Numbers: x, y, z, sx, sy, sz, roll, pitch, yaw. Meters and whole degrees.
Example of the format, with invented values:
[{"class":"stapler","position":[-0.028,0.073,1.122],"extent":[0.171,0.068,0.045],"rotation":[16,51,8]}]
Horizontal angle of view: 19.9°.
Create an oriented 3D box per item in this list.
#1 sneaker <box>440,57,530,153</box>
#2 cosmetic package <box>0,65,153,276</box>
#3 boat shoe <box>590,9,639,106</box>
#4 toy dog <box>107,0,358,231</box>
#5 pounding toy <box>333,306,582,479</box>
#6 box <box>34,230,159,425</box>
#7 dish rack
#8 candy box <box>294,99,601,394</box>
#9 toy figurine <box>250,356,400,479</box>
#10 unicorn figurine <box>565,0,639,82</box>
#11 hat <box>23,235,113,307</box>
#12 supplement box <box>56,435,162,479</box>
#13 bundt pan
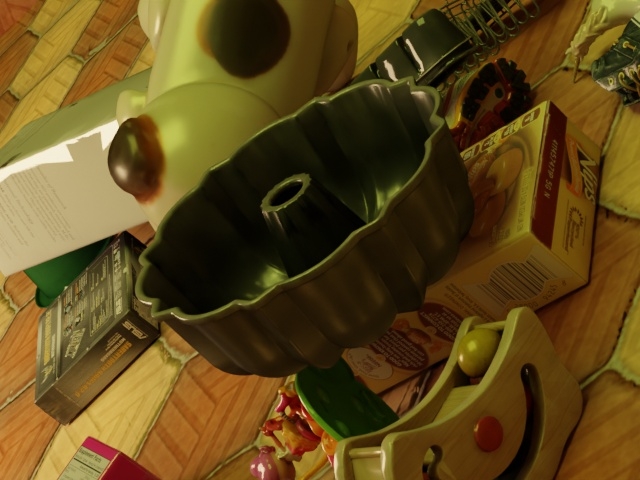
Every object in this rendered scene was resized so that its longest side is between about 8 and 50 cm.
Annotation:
[{"class":"sneaker","position":[0.131,-0.091,1.903],"extent":[0.225,0.088,0.093],"rotation":[-49,16,-20]},{"class":"cosmetic package","position":[-0.293,-0.107,2.472],"extent":[0.385,0.156,0.217],"rotation":[-22,19,37]},{"class":"boat shoe","position":[0.308,-0.154,1.692],"extent":[0.083,0.065,0.183],"rotation":[-47,17,12]},{"class":"toy dog","position":[-0.090,-0.160,2.107],"extent":[0.395,0.284,0.408],"rotation":[125,163,-52]},{"class":"pounding toy","position":[0.082,0.180,1.477],"extent":[0.155,0.154,0.269],"rotation":[-14,42,54]},{"class":"box","position":[-0.293,0.111,2.383],"extent":[0.183,0.056,0.231],"rotation":[-45,23,14]},{"class":"dish rack","position":[0.145,-0.210,1.977],"extent":[0.271,0.074,0.208],"rotation":[-32,-6,-44]},{"class":"candy box","position":[0.116,0.019,1.740],"extent":[0.316,0.087,0.183],"rotation":[-31,30,36]},{"class":"toy figurine","position":[-0.021,0.200,1.675],"extent":[0.159,0.130,0.173],"rotation":[-52,45,20]},{"class":"unicorn figurine","position":[0.306,-0.236,1.814],"extent":[0.162,0.060,0.111],"rotation":[-17,39,52]},{"class":"hat","position":[-0.428,-0.015,2.653],"extent":[0.208,0.183,0.173],"rotation":[-55,24,-11]},{"class":"supplement box","position":[-0.248,0.329,1.903],"extent":[0.220,0.111,0.114],"rotation":[-54,23,-11]},{"class":"bundt pan","position":[0.000,0.000,1.657],"extent":[0.331,0.124,0.331],"rotation":[-28,27,16]}]
